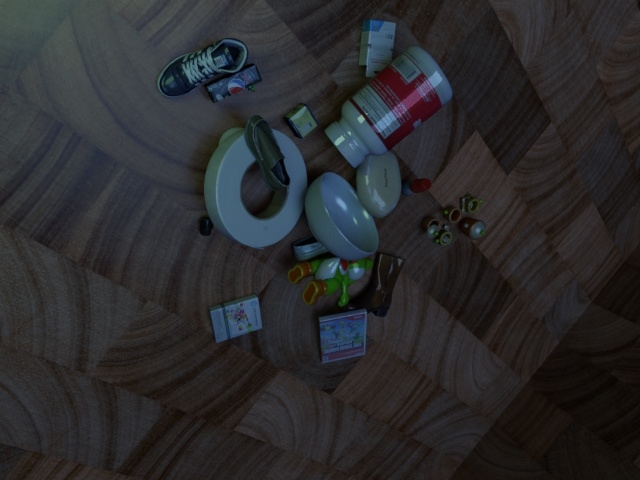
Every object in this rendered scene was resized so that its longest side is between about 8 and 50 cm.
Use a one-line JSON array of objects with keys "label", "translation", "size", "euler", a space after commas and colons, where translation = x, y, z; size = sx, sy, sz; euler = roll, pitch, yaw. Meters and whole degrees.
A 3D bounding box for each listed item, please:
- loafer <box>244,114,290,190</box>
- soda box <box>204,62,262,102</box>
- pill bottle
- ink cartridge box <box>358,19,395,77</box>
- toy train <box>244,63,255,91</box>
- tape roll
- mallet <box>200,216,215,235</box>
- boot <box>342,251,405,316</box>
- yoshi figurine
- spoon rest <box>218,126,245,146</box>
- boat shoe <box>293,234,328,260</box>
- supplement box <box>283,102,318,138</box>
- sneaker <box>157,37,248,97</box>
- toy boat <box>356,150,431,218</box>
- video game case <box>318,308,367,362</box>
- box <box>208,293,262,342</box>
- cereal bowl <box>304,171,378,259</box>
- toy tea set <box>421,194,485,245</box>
[{"label": "loafer", "translation": [-0.150, -0.267, 1.348], "size": [0.094, 0.087, 0.251], "euler": [-45, 130, -31]}, {"label": "soda box", "translation": [-0.269, -0.485, 1.345], "size": [0.168, 0.060, 0.053], "euler": [-27, 122, -6]}, {"label": "pill bottle", "translation": [0.222, -0.443, 1.497], "size": [0.407, 0.229, 0.229], "euler": [-38, 125, 12]}, {"label": "ink cartridge box", "translation": [0.194, -0.663, 1.523], "size": [0.104, 0.060, 0.180], "euler": [-6, 113, -26]}, {"label": "toy train", "translation": [-0.227, -0.517, 1.392], "size": [0.023, 0.017, 0.083], "euler": [-16, 117, -10]}, {"label": "tape roll", "translation": [-0.200, -0.171, 1.439], "size": [0.391, 0.071, 0.393], "euler": [-17, 113, -45]}, {"label": "mallet", "translation": [-0.326, -0.060, 1.524], "size": [0.189, 0.039, 0.063], "euler": [-10, 118, -28]}, {"label": "boot", "translation": [0.230, 0.189, 1.881], "size": [0.263, 0.096, 0.281], "euler": [10, 104, -27]}, {"label": "yoshi figurine", "translation": [0.050, 0.138, 1.690], "size": [0.362, 0.202, 0.204], "euler": [-16, 106, -41]}, {"label": "spoon rest", "translation": [-0.284, -0.236, 1.456], "size": [0.137, 0.084, 0.277], "euler": [8, 94, -31]}, {"label": "boat shoe", "translation": [-0.001, 0.000, 1.689], "size": [0.227, 0.079, 0.081], "euler": [-25, 124, -13]}, {"label": "supplement box", "translation": [-0.066, -0.409, 1.496], "size": [0.083, 0.056, 0.083], "euler": [-41, 123, -6]}, {"label": "sneaker", "translation": [-0.336, -0.500, 1.260], "size": [0.282, 0.153, 0.099], "euler": [-33, 121, -11]}, {"label": "toy boat", "translation": [0.269, -0.216, 1.701], "size": [0.317, 0.148, 0.268], "euler": [1, 88, -27]}, {"label": "video game case", "translation": [0.097, 0.414, 1.879], "size": [0.203, 0.025, 0.285], "euler": [-9, 129, -8]}, {"label": "box", "translation": [-0.323, 0.297, 1.671], "size": [0.186, 0.038, 0.145], "euler": [-15, 117, -23]}, {"label": "cereal bowl", "translation": [0.058, -0.070, 1.575], "size": [0.141, 0.339, 0.339], "euler": [-33, 129, 28]}, {"label": "toy tea set", "translation": [0.613, -0.063, 1.954], "size": [0.335, 0.124, 0.200], "euler": [-23, 120, -17]}]
